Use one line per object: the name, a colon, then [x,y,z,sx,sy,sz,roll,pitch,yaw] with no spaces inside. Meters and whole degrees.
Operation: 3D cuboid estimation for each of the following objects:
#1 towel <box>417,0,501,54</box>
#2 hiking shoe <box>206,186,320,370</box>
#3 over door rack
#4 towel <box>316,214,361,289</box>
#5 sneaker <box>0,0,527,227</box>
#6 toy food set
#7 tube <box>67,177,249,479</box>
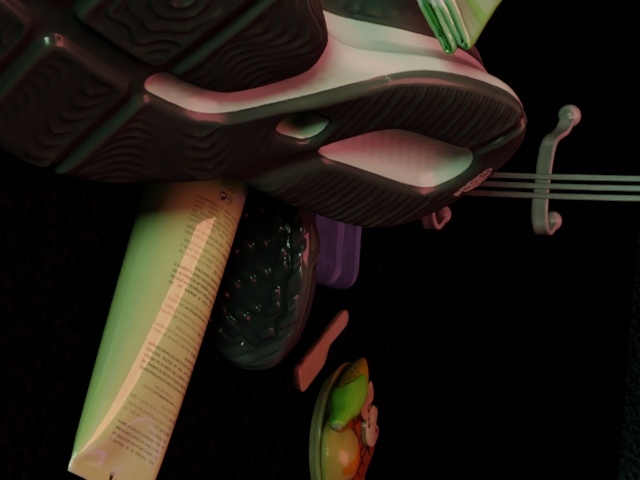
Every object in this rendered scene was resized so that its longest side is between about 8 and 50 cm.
towel: [0.065,-0.185,0.799,0.113,0.023,0.152,-52,125,-31]
hiking shoe: [-0.025,-0.030,1.031,0.114,0.086,0.226,4,88,-67]
over door rack: [0.223,-0.165,1.471,0.108,0.240,0.324,10,84,-68]
towel: [0.000,0.000,1.187,0.119,0.029,0.067,20,73,-70]
sneaker: [-0.081,-0.169,0.840,0.447,0.169,0.257,19,41,-52]
toy food set: [0.025,0.160,1.257,0.132,0.039,0.192,-52,139,-58]
tube: [-0.090,0.028,0.915,0.070,0.062,0.240,21,72,-23]
